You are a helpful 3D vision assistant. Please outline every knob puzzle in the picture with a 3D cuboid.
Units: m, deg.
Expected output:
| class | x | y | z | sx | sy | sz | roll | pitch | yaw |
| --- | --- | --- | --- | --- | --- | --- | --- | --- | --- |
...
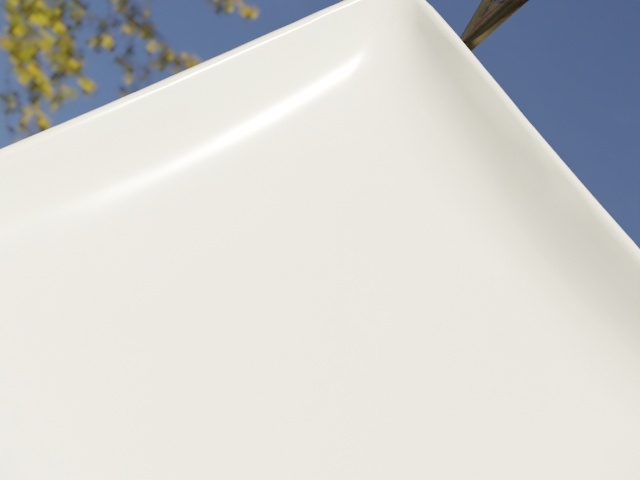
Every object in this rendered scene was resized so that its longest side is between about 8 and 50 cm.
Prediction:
| class | x | y | z | sx | sy | sz | roll | pitch | yaw |
| --- | --- | --- | --- | --- | --- | --- | --- | --- | --- |
| knob puzzle | 0.172 | -0.232 | 1.130 | 0.030 | 0.213 | 0.213 | 40 | -22 | -9 |

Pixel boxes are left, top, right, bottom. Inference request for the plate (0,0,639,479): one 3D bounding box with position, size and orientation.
| class | x | y | z | sx | sy | sz | roll | pitch | yaw |
| --- | --- | --- | --- | --- | --- | --- | --- | --- | --- |
| plate | -0.007 | 0.047 | 0.620 | 0.278 | 0.277 | 0.045 | 53 | -22 | 27 |
